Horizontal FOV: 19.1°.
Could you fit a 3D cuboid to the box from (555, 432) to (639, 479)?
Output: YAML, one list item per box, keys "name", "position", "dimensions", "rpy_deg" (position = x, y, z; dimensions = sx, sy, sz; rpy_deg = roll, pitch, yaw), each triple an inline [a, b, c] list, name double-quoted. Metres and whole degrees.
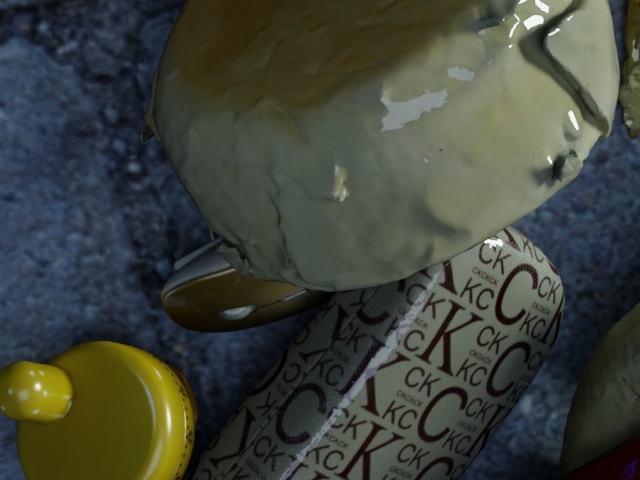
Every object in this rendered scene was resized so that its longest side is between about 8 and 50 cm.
- name: "box"
  position: [0.210, 0.219, 1.129]
  dimensions: [0.197, 0.089, 0.313]
  rpy_deg: [42, 127, -17]

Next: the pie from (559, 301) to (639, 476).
- name: "pie"
  position: [0.293, 0.137, 1.149]
  dimensions: [0.337, 0.075, 0.337]
  rpy_deg: [9, 134, 9]

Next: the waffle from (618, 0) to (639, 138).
- name: "waffle"
  position: [0.210, -0.145, 1.099]
  dimensions: [0.032, 0.125, 0.191]
  rpy_deg: [5, 100, -11]

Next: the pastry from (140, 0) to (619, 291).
- name: "pastry"
  position: [0.030, -0.087, 1.010]
  dimensions: [0.265, 0.265, 0.133]
  rpy_deg: [-29, 124, -3]

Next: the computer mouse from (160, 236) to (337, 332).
- name: "computer mouse"
  position: [0.001, 0.001, 1.110]
  dimensions: [0.199, 0.102, 0.045]
  rpy_deg: [-29, 67, -4]

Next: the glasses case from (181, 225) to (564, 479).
- name: "glasses case"
  position: [0.008, 0.134, 1.129]
  dimensions: [0.355, 0.085, 0.137]
  rpy_deg: [-50, 135, 5]

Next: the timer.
- name: "timer"
  position: [-0.130, 0.109, 1.096]
  dimensions: [0.107, 0.109, 0.107]
  rpy_deg: [-4, 79, 23]
